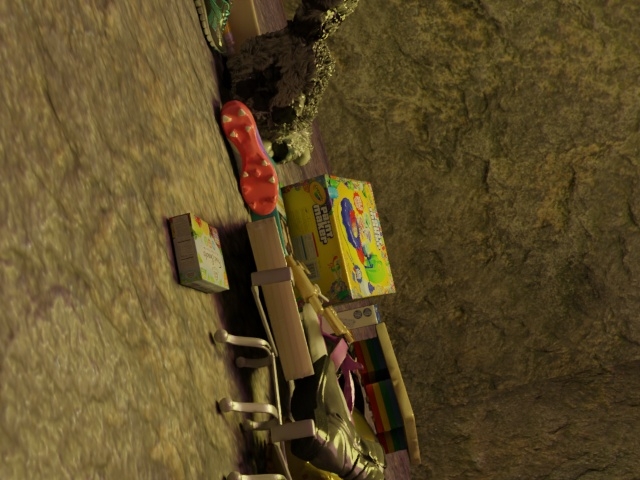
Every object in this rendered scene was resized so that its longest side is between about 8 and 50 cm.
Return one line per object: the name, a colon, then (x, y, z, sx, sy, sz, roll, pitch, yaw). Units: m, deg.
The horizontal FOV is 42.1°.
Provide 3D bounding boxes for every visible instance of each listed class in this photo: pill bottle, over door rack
pill bottle: (-0.217, -0.454, 1.849, 0.043, 0.043, 0.083, -89, 164, -64)
over door rack: (-0.089, 0.214, 1.180, 0.324, 0.108, 0.239, 105, -22, -59)

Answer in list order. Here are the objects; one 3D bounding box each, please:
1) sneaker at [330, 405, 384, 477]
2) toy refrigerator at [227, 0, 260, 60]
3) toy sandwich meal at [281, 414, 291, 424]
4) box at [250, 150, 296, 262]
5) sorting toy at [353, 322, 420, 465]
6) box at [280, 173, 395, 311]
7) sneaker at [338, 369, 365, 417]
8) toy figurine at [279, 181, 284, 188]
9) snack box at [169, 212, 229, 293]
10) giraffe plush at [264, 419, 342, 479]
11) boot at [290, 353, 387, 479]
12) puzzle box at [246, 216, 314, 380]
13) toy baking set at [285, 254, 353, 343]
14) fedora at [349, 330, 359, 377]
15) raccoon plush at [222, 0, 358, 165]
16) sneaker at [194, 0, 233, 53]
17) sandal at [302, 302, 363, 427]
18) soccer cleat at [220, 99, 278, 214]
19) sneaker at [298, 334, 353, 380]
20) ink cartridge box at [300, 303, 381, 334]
sneaker: (0.067, 0.515, 1.789, 0.147, 0.145, 0.384, 67, 10, -55)
toy refrigerator: (-0.197, -0.520, 1.958, 0.102, 0.094, 0.269, 75, 3, -80)
toy sandwich meal: (-0.064, 0.363, 1.526, 0.085, 0.029, 0.085, -21, 90, -80)
box: (-0.115, -0.067, 1.827, 0.100, 0.060, 0.244, 50, 27, -74)
sorting toy: (0.152, 0.372, 1.956, 0.257, 0.089, 0.255, 76, -2, -51)
box: (0.023, 0.011, 1.999, 0.279, 0.177, 0.290, -1, 77, -65)
sneaker: (0.057, 0.372, 2.111, 0.131, 0.112, 0.319, 56, 22, -62)
toy figurine: (-0.017, -0.114, 2.286, 0.173, 0.159, 0.130, 67, 11, -49)
snack box: (-0.179, 0.022, 1.241, 0.141, 0.037, 0.100, 43, 35, -77)
giraffe plush: (-0.024, 0.394, 1.390, 0.210, 0.181, 0.170, 13, 45, -43)
boot: (0.034, 0.310, 1.372, 0.161, 0.083, 0.246, 37, 25, -17)
puzzle box: (-0.079, 0.091, 1.548, 0.409, 0.052, 0.272, -167, -118, -86)
toy baking set: (-0.011, 0.115, 1.696, 0.256, 0.030, 0.197, 56, 2, 37)
fedora: (0.058, 0.335, 2.321, 0.194, 0.079, 0.194, -8, 90, -83)
raccoon plush: (-0.017, -0.354, 1.898, 0.216, 0.446, 0.299, 50, -2, 22)
sneaker: (-0.218, -0.482, 1.766, 0.065, 0.076, 0.166, -85, 160, -66)
sandal: (0.035, 0.276, 1.620, 0.416, 0.102, 0.169, -106, -169, -55)
soccer cleat: (-0.146, -0.175, 1.739, 0.095, 0.083, 0.248, -98, 169, -69)
sneaker: (0.013, 0.270, 1.893, 0.286, 0.130, 0.109, -91, 167, -57)
ink cartridge box: (0.025, 0.184, 1.836, 0.097, 0.207, 0.046, 26, 51, -81)
